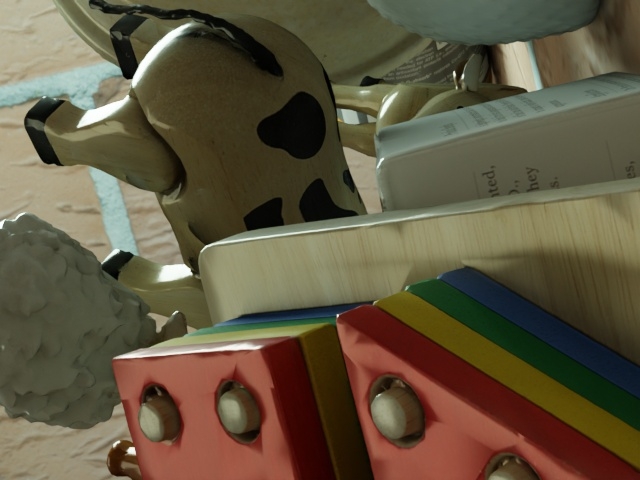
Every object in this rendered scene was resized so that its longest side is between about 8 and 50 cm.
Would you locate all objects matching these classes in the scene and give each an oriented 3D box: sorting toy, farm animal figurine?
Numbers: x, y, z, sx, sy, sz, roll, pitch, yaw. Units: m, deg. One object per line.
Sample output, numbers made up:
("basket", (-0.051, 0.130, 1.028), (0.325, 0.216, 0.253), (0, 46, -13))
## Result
("sorting toy", (0.050, 0.121, 0.581), (0.255, 0.089, 0.257), (-7, 99, 49))
("farm animal figurine", (0.000, 0.000, 0.879), (0.327, 0.172, 0.330), (51, -123, -46))

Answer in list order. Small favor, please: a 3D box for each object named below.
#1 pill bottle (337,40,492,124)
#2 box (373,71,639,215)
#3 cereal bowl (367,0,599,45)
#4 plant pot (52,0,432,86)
("pill bottle", (0.058, -0.222, 1.574), (0.278, 0.162, 0.162), (75, -177, -48))
("box", (0.097, 0.032, 0.722), (0.181, 0.119, 0.182), (-76, -28, -83))
("cereal bowl", (0.026, -0.250, 0.855), (0.339, 0.141, 0.339), (-14, -90, -86))
("plant pot", (-0.040, -0.312, 1.187), (0.305, 0.334, 0.334), (95, 165, -61))
